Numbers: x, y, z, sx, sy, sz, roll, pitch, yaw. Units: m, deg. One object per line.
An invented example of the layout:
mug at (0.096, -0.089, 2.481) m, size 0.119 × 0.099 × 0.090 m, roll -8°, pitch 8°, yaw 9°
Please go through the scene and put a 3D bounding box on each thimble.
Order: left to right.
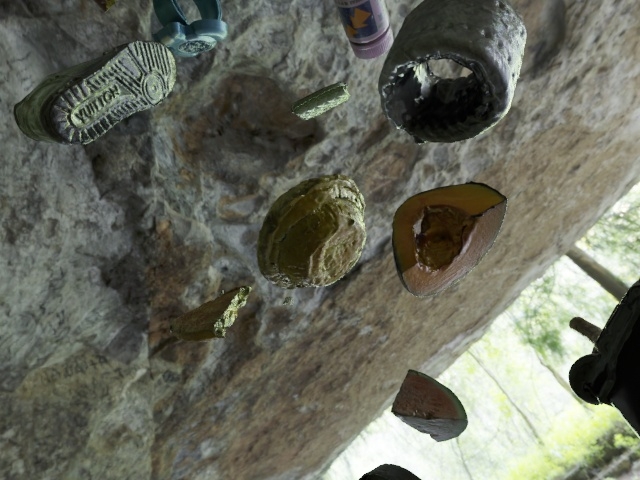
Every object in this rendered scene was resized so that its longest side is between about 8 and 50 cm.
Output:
thimble at (0.220, -0.290, 0.709) m, size 0.157 × 0.217 × 0.245 m, roll -64°, pitch 3°, yaw -20°

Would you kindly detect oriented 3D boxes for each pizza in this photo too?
pizza at (-0.323, 0.237, 1.346) m, size 0.287 × 0.279 × 0.075 m, roll -35°, pitch -69°, yaw -37°

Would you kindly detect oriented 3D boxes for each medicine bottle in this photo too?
medicine bottle at (0.161, -0.849, 1.538) m, size 0.178 × 0.178 × 0.291 m, roll -39°, pitch -35°, yaw 0°

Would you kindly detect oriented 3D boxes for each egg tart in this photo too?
egg tart at (0.000, 0.000, 1.171) m, size 0.387 × 0.169 × 0.388 m, roll -26°, pitch -44°, yaw -27°

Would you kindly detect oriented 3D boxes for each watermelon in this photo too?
watermelon at (0.274, 0.406, 1.054) m, size 0.136 × 0.207 × 0.202 m, roll -43°, pitch -42°, yaw 13°

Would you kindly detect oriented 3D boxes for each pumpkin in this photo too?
pumpkin at (0.243, 0.000, 0.898) m, size 0.312 × 0.169 × 0.148 m, roll -30°, pitch -52°, yaw -21°

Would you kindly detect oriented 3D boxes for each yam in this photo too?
yam at (0.870, 0.303, 1.291) m, size 0.066 × 0.066 × 0.299 m, roll -47°, pitch -4°, yaw 9°

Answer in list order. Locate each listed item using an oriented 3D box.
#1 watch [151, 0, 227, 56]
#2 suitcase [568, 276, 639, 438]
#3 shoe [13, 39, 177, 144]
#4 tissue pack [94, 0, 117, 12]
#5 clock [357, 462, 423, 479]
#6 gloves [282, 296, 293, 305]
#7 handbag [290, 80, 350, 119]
watch at (-0.375, -0.639, 1.150) m, size 0.210 × 0.211 × 0.194 m, roll -12°, pitch -84°, yaw -29°
suitcase at (0.315, 0.036, 0.207) m, size 0.345 × 0.188 × 0.340 m, roll -16°, pitch -55°, yaw -70°
shoe at (-0.382, -0.259, 0.701) m, size 0.293 × 0.149 × 0.109 m, roll -62°, pitch -30°, yaw -42°
tissue pack at (-0.590, -0.715, 1.096) m, size 0.149 × 0.099 × 0.106 m, roll 49°, pitch -124°, yaw -37°
clock at (0.188, 0.617, 0.871) m, size 0.055 × 0.280 × 0.281 m, roll -16°, pitch -44°, yaw -36°
gloves at (-0.125, 0.234, 1.594) m, size 0.044 × 0.081 × 0.037 m, roll -25°, pitch -76°, yaw -6°
handbag at (-0.001, -0.576, 1.687) m, size 0.256 × 0.079 × 0.219 m, roll -21°, pitch 6°, yaw 16°
